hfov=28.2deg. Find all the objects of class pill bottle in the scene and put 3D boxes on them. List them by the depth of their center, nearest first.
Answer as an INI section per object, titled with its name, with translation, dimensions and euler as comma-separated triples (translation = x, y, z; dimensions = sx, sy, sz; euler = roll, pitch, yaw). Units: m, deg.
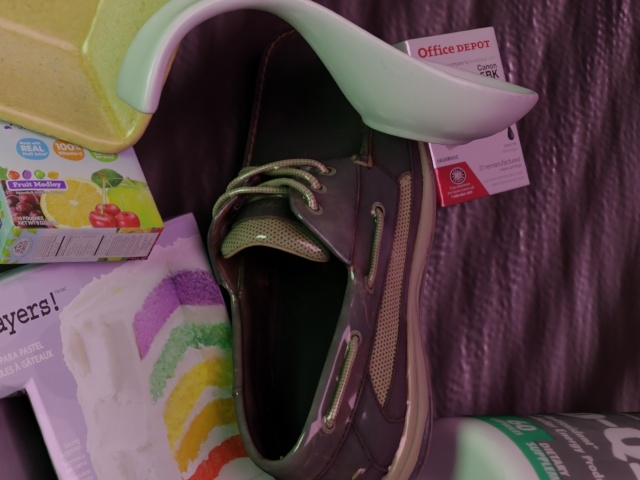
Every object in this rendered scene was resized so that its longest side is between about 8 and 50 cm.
[pill bottle]
translation = 0.231, 0.234, 0.982
dimensions = 0.361, 0.204, 0.204
euler = 4, 81, -34

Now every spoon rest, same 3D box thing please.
[spoon rest]
translation = 0.014, -0.112, 0.804
dimensions = 0.276, 0.137, 0.084
euler = 1, 107, -28

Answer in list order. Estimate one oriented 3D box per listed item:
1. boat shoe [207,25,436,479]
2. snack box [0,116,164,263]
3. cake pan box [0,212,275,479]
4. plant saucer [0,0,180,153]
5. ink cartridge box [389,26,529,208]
[boat shoe]
translation = 0.000, 0.000, 0.858
dimensions = 0.130, 0.132, 0.355
euler = 27, 51, -55
[snack box]
translation = -0.169, -0.051, 0.810
dimensions = 0.100, 0.037, 0.141
euler = 0, 50, -35
[cake pan box]
translation = -0.162, 0.135, 0.814
dimensions = 0.267, 0.070, 0.245
euler = -20, 93, -34
[plant saucer]
translation = -0.211, -0.257, 0.745
dimensions = 0.333, 0.081, 0.332
euler = 18, 104, -22
[ink cartridge box]
translation = 0.103, -0.098, 1.028
dimensions = 0.099, 0.056, 0.135
euler = -15, 93, -34
